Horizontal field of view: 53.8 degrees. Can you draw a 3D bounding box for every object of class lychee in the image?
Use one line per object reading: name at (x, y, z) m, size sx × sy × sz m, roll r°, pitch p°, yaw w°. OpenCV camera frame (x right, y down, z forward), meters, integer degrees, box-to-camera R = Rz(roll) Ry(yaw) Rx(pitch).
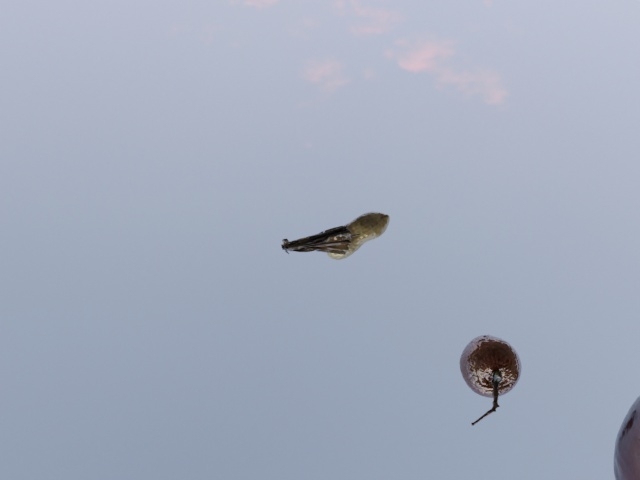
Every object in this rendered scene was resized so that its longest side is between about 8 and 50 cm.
lychee at (0.290, 0.224, 1.070) m, size 0.101 × 0.114 × 0.140 m, roll 14°, pitch -148°, yaw -32°

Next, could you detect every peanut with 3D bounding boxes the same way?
peanut at (0.043, -0.007, 0.719) m, size 0.083 × 0.037 × 0.037 m, roll -27°, pitch -114°, yaw -1°

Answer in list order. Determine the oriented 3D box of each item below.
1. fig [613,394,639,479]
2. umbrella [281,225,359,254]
fig at (0.486, 0.275, 0.776) m, size 0.235 × 0.235 × 0.214 m, roll -24°, pitch -131°, yaw -22°
umbrella at (0.001, 0.001, 0.635) m, size 0.083 × 0.031 × 0.020 m, roll -11°, pitch -146°, yaw -22°
